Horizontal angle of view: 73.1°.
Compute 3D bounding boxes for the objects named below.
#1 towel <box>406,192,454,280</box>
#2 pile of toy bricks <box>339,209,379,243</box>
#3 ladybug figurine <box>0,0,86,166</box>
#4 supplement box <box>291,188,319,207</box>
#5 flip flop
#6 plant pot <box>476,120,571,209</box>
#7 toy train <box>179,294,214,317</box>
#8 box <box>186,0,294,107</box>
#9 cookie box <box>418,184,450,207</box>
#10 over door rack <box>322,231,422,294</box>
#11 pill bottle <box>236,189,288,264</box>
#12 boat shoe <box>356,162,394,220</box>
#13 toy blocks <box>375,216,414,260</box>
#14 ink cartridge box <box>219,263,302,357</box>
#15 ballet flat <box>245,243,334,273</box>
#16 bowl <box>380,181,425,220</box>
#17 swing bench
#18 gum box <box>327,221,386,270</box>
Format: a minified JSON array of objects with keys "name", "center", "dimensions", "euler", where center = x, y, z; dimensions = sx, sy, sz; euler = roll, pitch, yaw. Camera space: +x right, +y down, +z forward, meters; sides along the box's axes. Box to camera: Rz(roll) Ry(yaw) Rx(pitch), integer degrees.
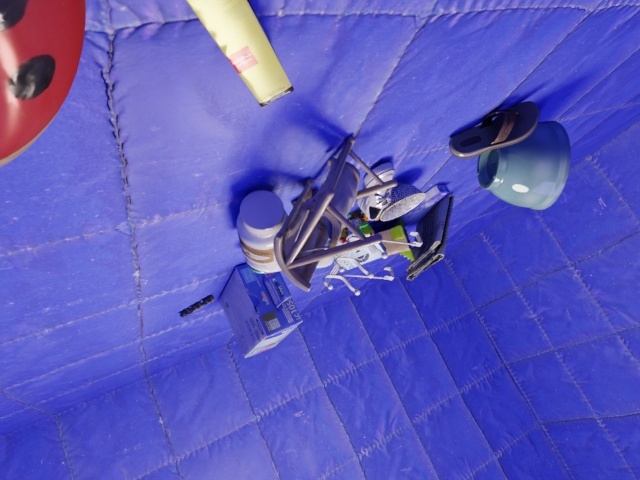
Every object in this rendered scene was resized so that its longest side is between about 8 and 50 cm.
[{"name":"towel","center":[0.474,-0.010,1.912],"dimensions":[0.056,0.324,0.312],"euler":[22,150,-7]},{"name":"pile of toy bricks","center":[0.147,-0.055,1.509],"dimensions":[0.212,0.105,0.118],"euler":[-20,163,-24]},{"name":"ladybug figurine","center":[-0.321,-0.184,0.295],"dimensions":[0.305,0.162,0.449],"euler":[-18,162,-26]},{"name":"supplement box","center":[-0.031,-0.098,1.198],"dimensions":[0.083,0.055,0.043],"euler":[-28,165,6]},{"name":"flip flop","center":[0.505,-0.328,1.252],"dimensions":[0.277,0.112,0.080],"euler":[-22,149,2]},{"name":"plant pot","center":[0.646,-0.251,1.433],"dimensions":[0.196,0.293,0.293],"euler":[2,160,-3]},{"name":"toy train","center":[-0.470,0.253,1.658],"dimensions":[0.158,0.027,0.036],"euler":[-29,167,10]},{"name":"box","center":[-0.104,-0.261,0.528],"dimensions":[0.058,0.087,0.232],"euler":[-28,165,6]},{"name":"cookie box","center":[0.445,-0.175,1.710],"dimensions":[0.092,0.040,0.107],"euler":[-6,154,-50]},{"name":"over door rack","center":[0.197,0.085,1.546],"dimensions":[0.324,0.108,0.239],"euler":[-3,142,-31]},{"name":"pill bottle","center":[-0.144,-0.030,1.094],"dimensions":[0.131,0.131,0.229],"euler":[-22,163,-13]},{"name":"boat shoe","center":[0.176,-0.140,1.320],"dimensions":[0.096,0.088,0.267],"euler":[-21,163,-18]},{"name":"toy blocks","center":[0.246,0.028,1.845],"dimensions":[0.261,0.190,0.381],"euler":[-17,174,13]},{"name":"ink cartridge box","center":[-0.220,0.241,1.567],"dimensions":[0.151,0.270,0.395],"euler":[-19,163,-29]},{"name":"ballet flat","center":[-0.068,0.024,1.415],"dimensions":[0.139,0.139,0.400],"euler":[-38,159,35]},{"name":"bowl","center":[0.259,-0.144,1.454],"dimensions":[0.170,0.080,0.170],"euler":[-23,163,-7]},{"name":"swing bench","center":[0.019,-0.060,1.004],"dimensions":[0.255,0.165,0.253],"euler":[-36,-160,36]},{"name":"gum box","center":[0.134,0.026,1.649],"dimensions":[0.184,0.041,0.157],"euler":[-23,126,24]}]
